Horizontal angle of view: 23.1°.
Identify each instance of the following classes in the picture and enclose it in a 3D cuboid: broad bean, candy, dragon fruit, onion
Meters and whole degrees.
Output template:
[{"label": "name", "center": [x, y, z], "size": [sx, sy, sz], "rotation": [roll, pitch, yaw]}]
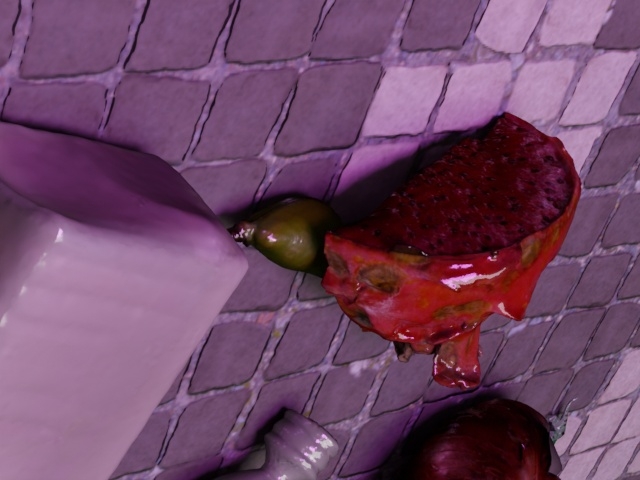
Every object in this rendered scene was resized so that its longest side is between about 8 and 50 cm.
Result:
[{"label": "broad bean", "center": [0.000, 0.000, 1.267], "size": [0.214, 0.048, 0.070], "rotation": [2, 112, -54]}, {"label": "candy", "center": [-0.223, 0.099, 1.053], "size": [0.208, 0.145, 0.358], "rotation": [15, 113, -52]}, {"label": "dragon fruit", "center": [0.123, 0.033, 1.306], "size": [0.262, 0.134, 0.211], "rotation": [-37, 150, -38]}, {"label": "onion", "center": [0.143, 0.291, 1.634], "size": [0.272, 0.195, 0.272], "rotation": [8, 90, -71]}]

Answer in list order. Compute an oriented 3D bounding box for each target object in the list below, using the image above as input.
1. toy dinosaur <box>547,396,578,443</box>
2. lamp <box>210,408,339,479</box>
[{"label": "toy dinosaur", "center": [0.276, 0.217, 1.806], "size": [0.083, 0.021, 0.062], "rotation": [-44, 153, 5]}, {"label": "lamp", "center": [-0.065, 0.240, 1.415], "size": [0.193, 0.106, 0.106], "rotation": [-48, 147, -13]}]
